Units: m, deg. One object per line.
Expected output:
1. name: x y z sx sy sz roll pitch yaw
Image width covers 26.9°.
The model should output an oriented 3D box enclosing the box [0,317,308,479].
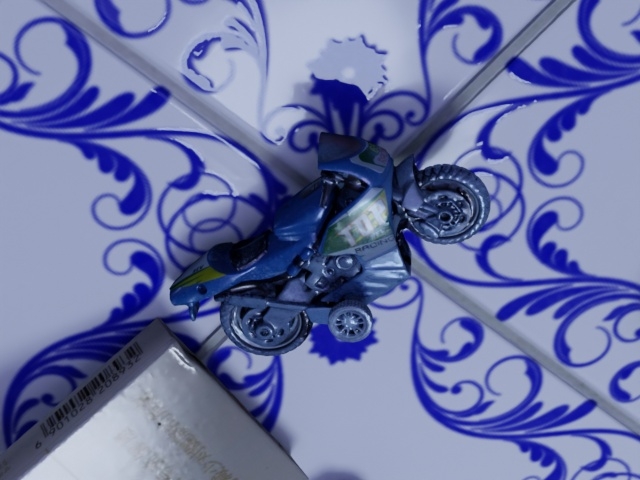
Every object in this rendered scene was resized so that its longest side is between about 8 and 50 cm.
1. box: -0.206 0.254 1.110 0.365 0.051 0.204 -41 123 -4

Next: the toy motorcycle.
1. toy motorcycle: 0.000 0.000 1.018 0.254 0.092 0.135 -35 114 24
